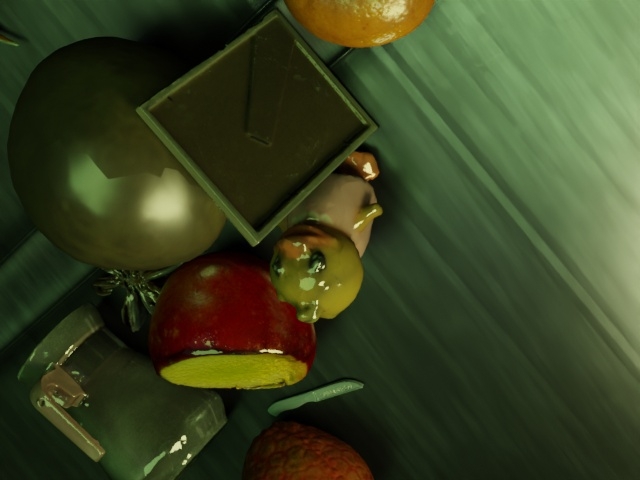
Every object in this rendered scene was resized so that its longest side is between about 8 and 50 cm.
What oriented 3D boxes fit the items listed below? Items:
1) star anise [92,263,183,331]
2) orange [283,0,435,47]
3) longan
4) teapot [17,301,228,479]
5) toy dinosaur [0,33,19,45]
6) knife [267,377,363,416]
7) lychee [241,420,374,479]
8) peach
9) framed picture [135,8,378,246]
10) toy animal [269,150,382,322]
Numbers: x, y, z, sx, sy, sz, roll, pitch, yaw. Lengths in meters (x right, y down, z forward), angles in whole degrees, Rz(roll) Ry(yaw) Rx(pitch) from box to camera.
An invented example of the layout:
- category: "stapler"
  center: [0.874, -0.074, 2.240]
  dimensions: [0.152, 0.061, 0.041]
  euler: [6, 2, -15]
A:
- category: "star anise"
  center: [-0.320, 0.068, 1.950]
  dimensions: [0.236, 0.093, 0.229]
  euler: [22, 117, 7]
- category: "orange"
  center: [0.057, -0.382, 1.492]
  dimensions: [0.240, 0.171, 0.240]
  euler: [8, 111, 22]
- category: "longan"
  center: [-0.292, -0.126, 1.645]
  dimensions: [0.336, 0.404, 0.404]
  euler: [-43, 94, 7]
- category: "teapot"
  center: [-0.371, 0.303, 1.973]
  dimensions: [0.344, 0.300, 0.253]
  euler: [40, 108, 5]
- category: "toy dinosaur"
  center: [-0.600, -0.395, 1.860]
  dimensions: [0.187, 0.044, 0.106]
  euler: [10, 104, 21]
- category: "knife"
  center: [-0.012, 0.282, 1.966]
  dimensions: [0.210, 0.015, 0.028]
  euler: [-24, 98, 31]
- category: "lychee"
  center: [-0.018, 0.463, 1.932]
  dimensions: [0.255, 0.255, 0.300]
  euler: [-40, 85, 34]
- category: "peach"
  center: [-0.138, 0.141, 1.814]
  dimensions: [0.275, 0.248, 0.245]
  euler: [4, 95, 13]
- category: "framed picture"
  center: [-0.080, -0.173, 1.566]
  dimensions: [0.247, 0.335, 0.022]
  euler: [49, 138, -6]
- category: "toy animal"
  center: [0.001, 0.004, 1.670]
  dimensions: [0.195, 0.281, 0.169]
  euler: [-8, 133, 26]
